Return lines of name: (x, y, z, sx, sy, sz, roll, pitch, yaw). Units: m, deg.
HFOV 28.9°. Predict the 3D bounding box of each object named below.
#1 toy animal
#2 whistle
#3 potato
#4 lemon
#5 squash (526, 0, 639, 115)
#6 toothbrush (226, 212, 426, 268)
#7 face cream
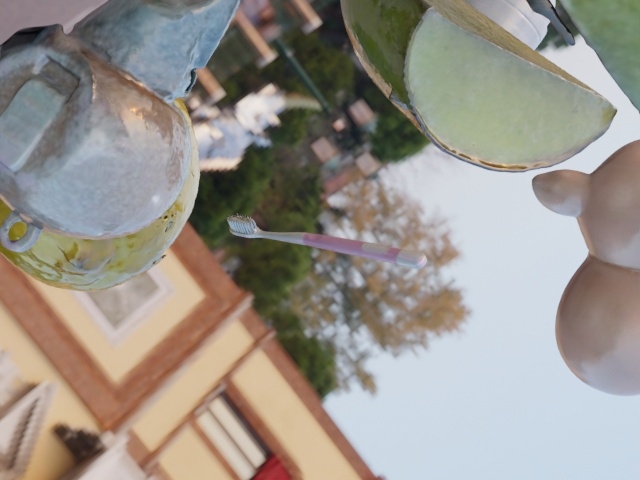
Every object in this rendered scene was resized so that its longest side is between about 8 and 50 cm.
toy animal: (0.402, 0.029, 1.549, 0.237, 0.269, 0.326, 23, -100, 44)
whistle: (-0.155, -0.136, 1.016, 0.347, 0.189, 0.189, -56, -172, 3)
potato: (0.107, -0.182, 1.180, 0.112, 0.269, 0.255, -55, -140, 17)
lemon: (-0.283, -0.086, 1.493, 0.297, 0.297, 0.297, -36, -171, 6)
squash: (0.097, -0.230, 0.642, 0.210, 0.309, 0.233, -64, 169, 25)
toothbrush: (0.000, 0.000, 1.440, 0.286, 0.025, 0.020, 11, -134, 36)
face cream: (0.263, -0.327, 1.854, 0.369, 0.145, 0.145, -54, -169, -7)
